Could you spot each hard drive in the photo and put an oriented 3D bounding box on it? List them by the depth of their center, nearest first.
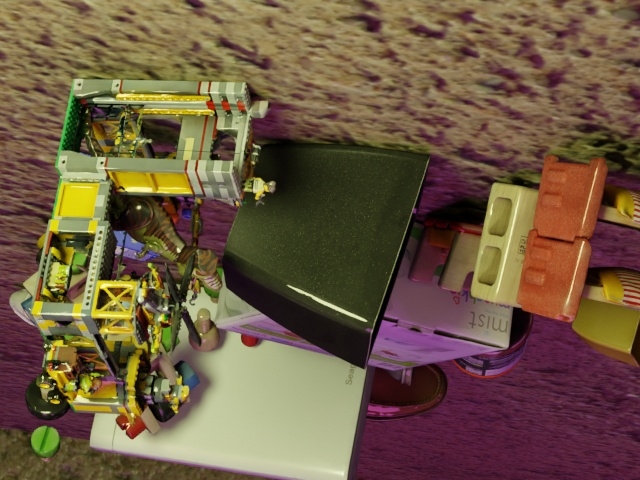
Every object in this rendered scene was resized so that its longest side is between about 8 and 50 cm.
[{"bbox_3d":[-0.110,0.184,2.246,0.353,0.233,0.047,7,165,15],"label":"hard drive"}]

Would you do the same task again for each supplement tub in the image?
[{"bbox_3d":[0.209,0.113,2.152,0.106,0.106,0.198,5,165,4],"label":"supplement tub"}]

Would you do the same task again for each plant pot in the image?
[{"bbox_3d":[0.000,0.000,1.728,0.167,0.188,0.187,19,165,4],"label":"plant pot"},{"bbox_3d":[0.355,0.099,2.099,0.083,0.081,0.081,13,168,23],"label":"plant pot"}]

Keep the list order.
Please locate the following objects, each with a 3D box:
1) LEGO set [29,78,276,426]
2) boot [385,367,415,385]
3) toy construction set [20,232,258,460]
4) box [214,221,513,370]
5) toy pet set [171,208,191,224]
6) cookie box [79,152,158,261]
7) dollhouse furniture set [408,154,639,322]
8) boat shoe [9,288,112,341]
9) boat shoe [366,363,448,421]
[{"bbox_3d":[-0.132,0.005,1.585,0.192,0.331,0.255,2,144,9],"label":"LEGO set"},{"bbox_3d":[0.024,0.134,2.315,0.208,0.076,0.189,13,-175,-5],"label":"boot"},{"bbox_3d":[-0.226,0.088,2.101,0.309,0.257,0.237,-12,154,-10],"label":"toy construction set"},{"bbox_3d":[0.051,0.059,1.984,0.262,0.126,0.231,16,161,-29],"label":"box"},{"bbox_3d":[-0.226,-0.010,1.962,0.122,0.065,0.114,-10,158,44],"label":"toy pet set"},{"bbox_3d":[-0.220,-0.035,1.824,0.107,0.091,0.040,17,158,-30],"label":"cookie box"},{"bbox_3d":[0.263,0.003,1.738,0.201,0.152,0.374,12,-179,-20],"label":"dollhouse furniture set"},{"bbox_3d":[-0.374,0.114,2.479,0.063,0.066,0.184,12,173,38],"label":"boat shoe"},{"bbox_3d":[0.036,0.197,2.510,0.307,0.110,0.104,6,166,0],"label":"boat shoe"}]
